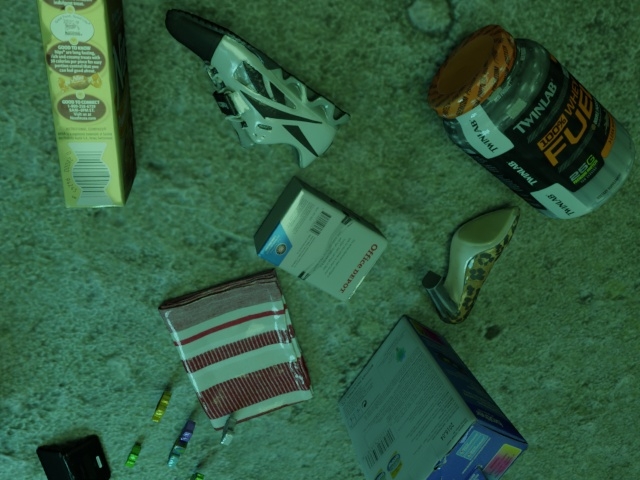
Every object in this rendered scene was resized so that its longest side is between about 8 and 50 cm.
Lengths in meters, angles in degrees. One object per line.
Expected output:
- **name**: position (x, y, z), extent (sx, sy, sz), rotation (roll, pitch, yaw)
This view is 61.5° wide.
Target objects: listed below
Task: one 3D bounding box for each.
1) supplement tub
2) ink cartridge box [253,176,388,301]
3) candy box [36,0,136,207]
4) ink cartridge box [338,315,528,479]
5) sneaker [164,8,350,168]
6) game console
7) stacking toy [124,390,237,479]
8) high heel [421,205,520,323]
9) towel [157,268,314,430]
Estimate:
- **supplement tub**: position (0.362, -0.202, 0.939), extent (0.337, 0.207, 0.207), rotation (31, 103, -23)
- **ink cartridge box**: position (0.000, 0.000, 1.007), extent (0.203, 0.086, 0.148), rotation (30, 102, -23)
- **candy box**: position (-0.330, -0.224, 0.783), extent (0.087, 0.183, 0.317), rotation (-2, 113, -13)
- **ink cartridge box**: position (0.205, 0.375, 1.041), extent (0.151, 0.395, 0.270), rotation (29, 104, -22)
- **sneaker**: position (-0.117, -0.230, 0.863), extent (0.330, 0.122, 0.146), rotation (31, 101, -22)
- **game console**: position (-0.516, 0.469, 1.128), extent (0.107, 0.071, 0.122), rotation (-25, 121, -35)
- **stacking toy**: position (-0.295, 0.426, 1.134), extent (0.166, 0.052, 0.221), rotation (26, 116, -14)
- **high heel**: position (0.332, 0.056, 1.127), extent (0.261, 0.093, 0.186), rotation (-42, 134, -4)
- **towel**: position (-0.160, 0.234, 1.098), extent (0.236, 0.037, 0.329), rotation (-17, 115, -4)
